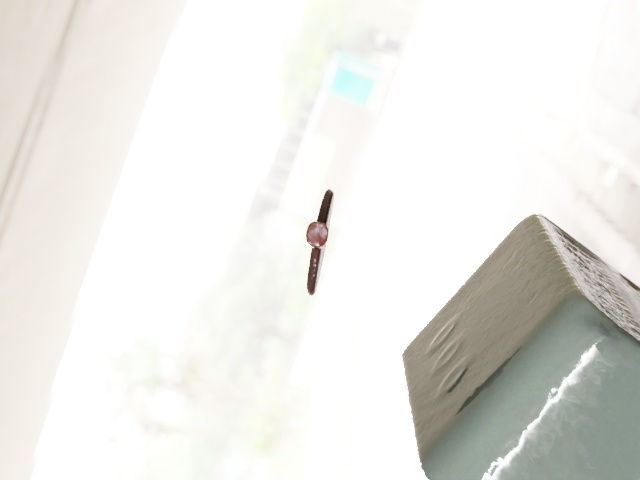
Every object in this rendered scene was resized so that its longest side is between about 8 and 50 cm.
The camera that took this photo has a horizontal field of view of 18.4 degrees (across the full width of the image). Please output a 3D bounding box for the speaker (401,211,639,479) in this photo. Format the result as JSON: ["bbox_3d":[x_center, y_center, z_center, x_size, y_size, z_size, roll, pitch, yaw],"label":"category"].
[{"bbox_3d":[0.195,0.119,1.636,0.184,0.183,0.406,-54,8,10],"label":"speaker"}]

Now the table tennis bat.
[{"bbox_3d":[0.000,0.000,1.740,0.154,0.019,0.098,60,-139,-86],"label":"table tennis bat"}]
